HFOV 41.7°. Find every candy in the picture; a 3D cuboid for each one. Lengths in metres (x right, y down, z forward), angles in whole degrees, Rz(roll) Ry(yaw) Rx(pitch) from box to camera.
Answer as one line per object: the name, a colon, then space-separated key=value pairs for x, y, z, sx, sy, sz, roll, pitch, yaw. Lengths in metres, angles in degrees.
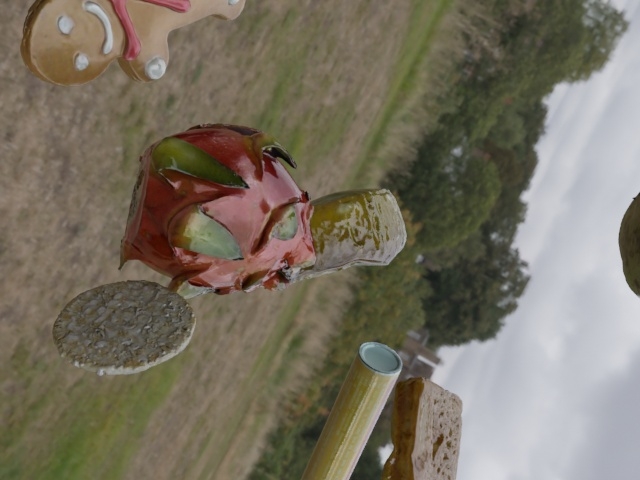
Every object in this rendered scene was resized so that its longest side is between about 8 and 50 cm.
candy: x=0.000 y=0.000 z=1.242 sx=0.260 sy=0.259 sz=0.118 roll=3 pitch=73 yaw=-83

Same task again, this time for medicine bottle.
medicine bottle: x=0.047 y=0.397 z=1.695 sx=0.108 sy=0.108 sz=0.426 roll=-51 pitch=164 yaw=-60

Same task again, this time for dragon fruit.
dragon fruit: x=-0.116 y=-0.032 z=0.994 sx=0.224 sy=0.227 sz=0.224 roll=-175 pitch=-90 yaw=-76

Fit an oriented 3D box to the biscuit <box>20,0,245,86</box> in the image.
biscuit: x=-0.213 y=-0.294 z=1.030 sx=0.339 sy=0.047 sz=0.216 roll=-39 pitch=138 yaw=-32

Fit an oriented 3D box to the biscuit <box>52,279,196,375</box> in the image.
biscuit: x=-0.203 y=0.088 z=0.875 sx=0.152 sy=0.152 sz=0.020 roll=-54 pitch=153 yaw=-53

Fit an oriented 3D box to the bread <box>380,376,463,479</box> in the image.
bread: x=0.133 y=0.338 z=1.211 sx=0.077 sy=0.139 sz=0.271 roll=-7 pitch=-117 yaw=43

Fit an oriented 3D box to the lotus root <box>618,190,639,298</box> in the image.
lotus root: x=0.486 y=-0.025 z=1.050 sx=0.173 sy=0.173 sz=0.309 roll=-57 pitch=176 yaw=-37
